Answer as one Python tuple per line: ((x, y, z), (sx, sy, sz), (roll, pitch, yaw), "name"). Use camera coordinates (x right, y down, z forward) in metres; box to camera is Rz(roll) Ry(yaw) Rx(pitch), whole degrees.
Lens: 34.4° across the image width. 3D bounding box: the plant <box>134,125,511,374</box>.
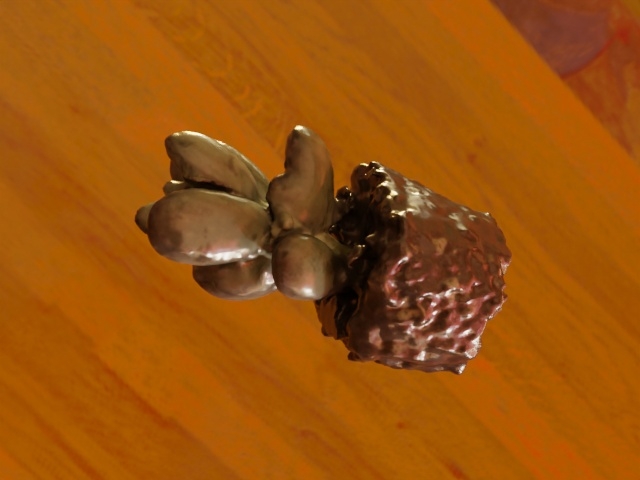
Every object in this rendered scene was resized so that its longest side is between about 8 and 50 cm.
((0.001, 0.001, 0.780), (0.274, 0.146, 0.149), (21, 102, -9), "plant")
